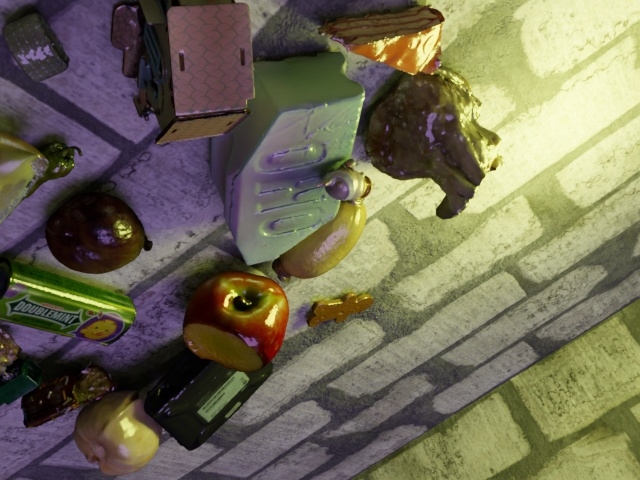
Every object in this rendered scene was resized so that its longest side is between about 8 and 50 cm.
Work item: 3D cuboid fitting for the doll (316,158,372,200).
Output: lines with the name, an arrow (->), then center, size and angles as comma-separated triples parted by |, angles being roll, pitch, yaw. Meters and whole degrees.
doll -> 0.046, -0.119, 1.518 | 0.127, 0.073, 0.084 | 3, 103, -49

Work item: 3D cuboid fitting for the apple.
apple -> -0.605, -0.106, 1.312 | 0.193, 0.120, 0.265 | 30, 115, -38

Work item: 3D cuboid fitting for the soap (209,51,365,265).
soap -> -0.082, -0.150, 1.578 | 0.261, 0.156, 0.446 | -14, 146, -21

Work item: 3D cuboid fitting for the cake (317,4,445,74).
cake -> 0.123, -0.382, 1.457 | 0.287, 0.098, 0.135 | -4, 142, -38

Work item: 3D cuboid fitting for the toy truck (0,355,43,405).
toy truck -> -0.740, 0.335, 1.853 | 0.147, 0.065, 0.079 | -31, 118, 11

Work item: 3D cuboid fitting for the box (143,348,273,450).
box -> -0.289, 0.394, 2.148 | 0.359, 0.091, 0.350 | -45, 149, -14

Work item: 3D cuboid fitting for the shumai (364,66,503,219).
shumai -> 0.249, -0.191, 1.657 | 0.267, 0.262, 0.314 | -24, 145, -5

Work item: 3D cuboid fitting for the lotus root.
lotus root -> 0.003, 0.002, 1.865 | 0.303, 0.130, 0.146 | -43, 142, 24

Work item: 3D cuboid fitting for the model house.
model house -> -0.217, -0.266, 1.245 | 0.169, 0.244, 0.326 | -11, 145, -27

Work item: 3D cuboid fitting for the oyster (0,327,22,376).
oyster -> -0.783, 0.237, 1.650 | 0.201, 0.107, 0.354 | -31, 138, -1

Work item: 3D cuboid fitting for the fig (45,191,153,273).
fig -> -0.415, -0.005, 1.578 | 0.170, 0.145, 0.274 | -35, 160, 16

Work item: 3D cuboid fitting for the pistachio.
pistachio -> -0.527, 0.497, 2.077 | 0.230, 0.230, 0.309 | -30, 173, 4

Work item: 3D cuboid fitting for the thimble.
thimble -> -0.432, -0.292, 1.202 | 0.062, 0.084, 0.110 | -24, 160, -2

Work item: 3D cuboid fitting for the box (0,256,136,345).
box -> -0.567, 0.140, 1.690 | 0.134, 0.097, 0.345 | -37, 146, 17

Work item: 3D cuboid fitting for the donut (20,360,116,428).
donut -> -0.628, 0.377, 1.931 | 0.216, 0.096, 0.230 | -26, 177, 36

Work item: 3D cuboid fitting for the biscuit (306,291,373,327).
biscuit -> 0.058, 0.191, 2.257 | 0.205, 0.031, 0.138 | -10, 144, -23

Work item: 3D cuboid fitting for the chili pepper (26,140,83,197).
chili pepper -> -0.485, -0.132, 1.399 | 0.204, 0.073, 0.072 | -27, 167, 22

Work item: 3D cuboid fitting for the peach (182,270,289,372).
peach -> -0.198, 0.202, 1.907 | 0.245, 0.248, 0.274 | -31, 164, -37
